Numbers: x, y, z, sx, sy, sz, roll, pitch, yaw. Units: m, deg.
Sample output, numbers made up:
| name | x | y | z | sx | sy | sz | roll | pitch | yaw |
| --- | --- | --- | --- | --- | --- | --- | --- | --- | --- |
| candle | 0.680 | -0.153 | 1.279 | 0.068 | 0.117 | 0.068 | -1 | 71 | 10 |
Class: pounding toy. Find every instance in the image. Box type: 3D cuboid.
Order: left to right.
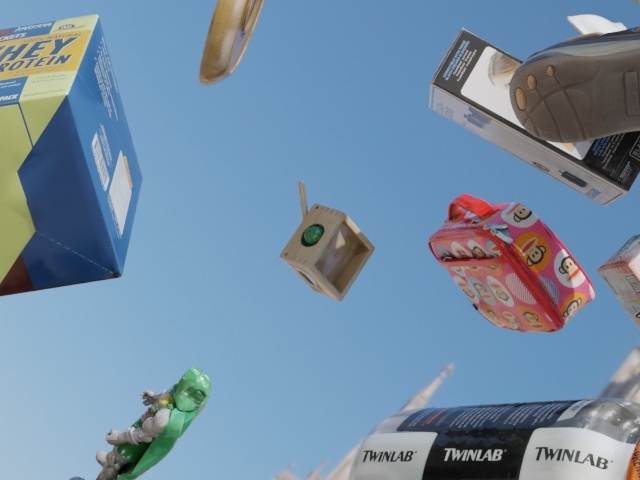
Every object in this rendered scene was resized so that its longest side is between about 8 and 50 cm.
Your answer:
| name | x | y | z | sx | sy | sz | roll | pitch | yaw |
| --- | --- | --- | --- | --- | --- | --- | --- | --- | --- |
| pounding toy | 0.000 | 0.000 | 1.775 | 0.100 | 0.130 | 0.141 | 18 | -21 | 44 |

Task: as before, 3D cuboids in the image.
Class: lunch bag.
| name | x | y | z | sx | sy | sz | roll | pitch | yaw |
| --- | --- | --- | --- | --- | --- | --- | --- | --- | --- |
| lunch bag | 0.310 | 0.030 | 1.852 | 0.258 | 0.120 | 0.293 | 52 | -15 | -9 |

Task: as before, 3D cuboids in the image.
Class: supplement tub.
| name | x | y | z | sx | sy | sz | roll | pitch | yaw |
| --- | --- | --- | --- | --- | --- | --- | --- | --- | --- |
| supplement tub | 0.205 | 0.255 | 1.019 | 0.338 | 0.207 | 0.207 | -13 | -65 | 45 |

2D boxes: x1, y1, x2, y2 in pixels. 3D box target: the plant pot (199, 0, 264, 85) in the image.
| name | x | y | z | sx | sy | sz | roll | pitch | yaw |
| --- | --- | --- | --- | --- | --- | --- | --- | --- | --- |
| plant pot | -0.095 | -0.299 | 1.345 | 0.032 | 0.236 | 0.236 | 20 | -32 | -2 |

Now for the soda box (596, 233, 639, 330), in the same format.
| name | x | y | z | sx | sy | sz | roll | pitch | yaw |
| --- | --- | --- | --- | --- | --- | --- | --- | --- | --- |
| soda box | 0.353 | 0.079 | 1.052 | 0.183 | 0.063 | 0.058 | 53 | -19 | -6 |

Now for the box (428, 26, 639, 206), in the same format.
| name | x | y | z | sx | sy | sz | roll | pitch | yaw |
| --- | --- | --- | --- | --- | --- | --- | --- | --- | --- |
| box | 0.289 | -0.160 | 1.448 | 0.289 | 0.087 | 0.169 | 31 | -1 | 5 |

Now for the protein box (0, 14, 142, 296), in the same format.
| name | x | y | z | sx | sy | sz | roll | pitch | yaw |
| --- | --- | --- | --- | --- | --- | --- | --- | --- | --- |
| protein box | -0.273 | -0.088 | 1.075 | 0.201 | 0.135 | 0.200 | -95 | 176 | -58 |

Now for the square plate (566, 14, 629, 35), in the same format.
| name | x | y | z | sx | sy | sz | roll | pitch | yaw |
| --- | --- | --- | --- | --- | --- | --- | --- | --- | --- |
| square plate | 0.490 | -0.178 | 1.457 | 0.049 | 0.344 | 0.347 | -46 | -102 | 19 |

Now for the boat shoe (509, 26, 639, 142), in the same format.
| name | x | y | z | sx | sy | sz | roll | pitch | yaw |
| --- | --- | --- | --- | --- | --- | --- | --- | --- | --- |
| boat shoe | 0.388 | -0.187 | 1.171 | 0.355 | 0.130 | 0.132 | 3 | -56 | 19 |

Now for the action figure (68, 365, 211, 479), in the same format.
| name | x | y | z | sx | sy | sz | roll | pitch | yaw |
| --- | --- | --- | --- | --- | --- | --- | --- | --- | --- |
| action figure | -0.174 | 0.194 | 1.096 | 0.063 | 0.137 | 0.232 | 44 | -54 | -2 |

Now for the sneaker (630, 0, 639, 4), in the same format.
| name | x | y | z | sx | sy | sz | roll | pitch | yaw |
| --- | --- | --- | --- | --- | --- | --- | --- | --- | --- |
| sneaker | 0.484 | -0.417 | 1.399 | 0.322 | 0.236 | 0.130 | 23 | 4 | 15 |
